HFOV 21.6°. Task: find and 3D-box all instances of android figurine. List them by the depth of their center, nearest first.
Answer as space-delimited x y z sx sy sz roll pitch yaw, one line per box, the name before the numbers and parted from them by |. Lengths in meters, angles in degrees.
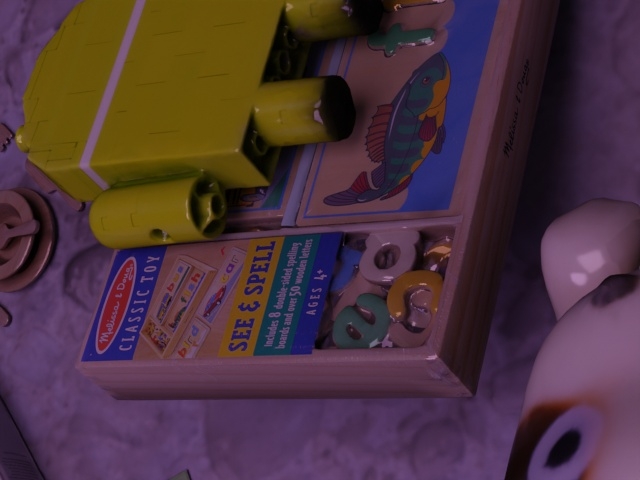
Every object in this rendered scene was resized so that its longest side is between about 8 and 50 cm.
android figurine | -0.092 -0.107 1.119 0.273 0.056 0.248 -6 56 31

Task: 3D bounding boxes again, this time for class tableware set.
tableware set | -0.292 -0.033 1.391 0.194 0.039 0.128 41 103 32

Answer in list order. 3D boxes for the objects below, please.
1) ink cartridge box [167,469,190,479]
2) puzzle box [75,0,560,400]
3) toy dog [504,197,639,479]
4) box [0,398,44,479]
ink cartridge box | -0.119 0.278 1.197 0.109 0.062 0.209 -34 63 24
puzzle box | 0.012 -0.087 1.109 0.272 0.052 0.409 -5 57 33
toy dog | 0.222 0.135 0.790 0.284 0.408 0.395 -12 74 32
box | -0.357 0.258 1.364 0.322 0.058 0.232 -46 59 18
